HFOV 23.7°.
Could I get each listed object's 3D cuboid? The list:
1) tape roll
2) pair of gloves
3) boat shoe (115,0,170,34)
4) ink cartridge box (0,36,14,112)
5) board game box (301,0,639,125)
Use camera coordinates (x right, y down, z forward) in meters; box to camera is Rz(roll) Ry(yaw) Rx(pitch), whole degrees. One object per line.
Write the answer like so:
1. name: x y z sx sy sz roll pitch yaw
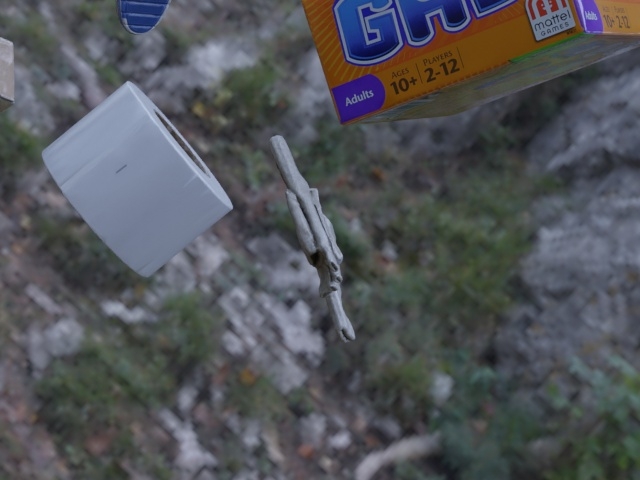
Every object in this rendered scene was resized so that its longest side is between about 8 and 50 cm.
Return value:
1. tape roll: -0.268 -0.090 2.252 0.246 0.169 0.246 51 2 -2
2. pair of gloves: 0.000 0.000 1.886 0.240 0.042 0.204 68 3 -61
3. boat shoe: -0.198 -0.318 1.679 0.066 0.183 0.066 5 7 -38
4. ink cartridge box: -0.485 -0.183 1.674 0.235 0.193 0.088 23 51 -42
5. board game box: 0.203 -0.383 2.056 0.356 0.357 0.356 -12 84 -61
